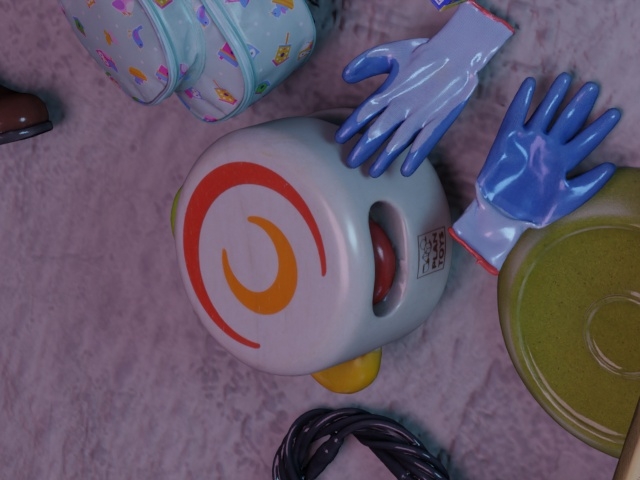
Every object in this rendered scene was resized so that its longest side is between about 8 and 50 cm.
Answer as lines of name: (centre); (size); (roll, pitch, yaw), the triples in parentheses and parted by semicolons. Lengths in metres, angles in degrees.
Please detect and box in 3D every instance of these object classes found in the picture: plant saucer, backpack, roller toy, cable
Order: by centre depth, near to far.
plant saucer: (0.231, 0.065, 1.466); (0.241, 0.037, 0.241); (13, 116, 29)
backpack: (-0.100, -0.179, 1.504); (0.188, 0.144, 0.166); (46, 155, -3)
roller toy: (0.000, 0.000, 1.519); (0.209, 0.146, 0.191); (55, 130, 15)
cable: (0.046, 0.209, 1.649); (0.184, 0.047, 0.150); (-4, 103, 37)

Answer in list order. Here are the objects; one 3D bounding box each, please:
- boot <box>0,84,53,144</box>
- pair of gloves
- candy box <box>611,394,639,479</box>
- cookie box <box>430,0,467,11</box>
boot: (-0.342, -0.223, 1.708); (0.264, 0.096, 0.280); (14, 110, 37)
pair of gloves: (0.111, -0.082, 1.428); (0.198, 0.023, 0.159); (40, 81, 6)
candy box: (0.322, 0.095, 1.355); (0.183, 0.087, 0.316); (15, 119, 4)
cookie box: (0.125, -0.214, 1.381); (0.040, 0.092, 0.107); (52, 129, 8)
